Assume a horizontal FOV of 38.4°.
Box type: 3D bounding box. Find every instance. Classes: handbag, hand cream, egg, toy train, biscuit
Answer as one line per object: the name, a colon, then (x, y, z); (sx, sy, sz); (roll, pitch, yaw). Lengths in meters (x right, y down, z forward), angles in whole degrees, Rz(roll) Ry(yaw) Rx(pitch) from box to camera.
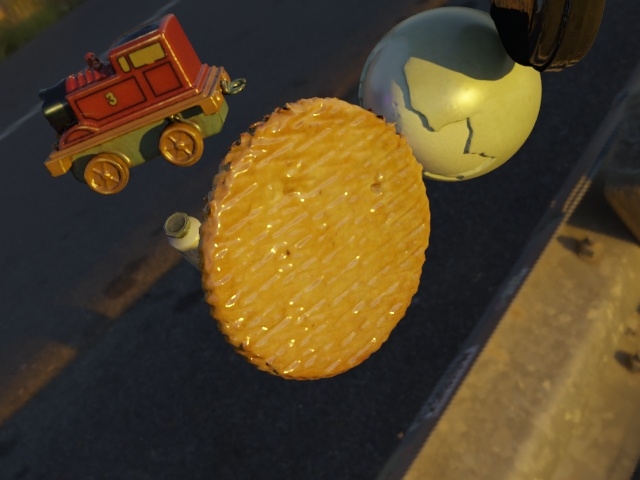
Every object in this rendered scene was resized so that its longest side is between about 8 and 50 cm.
handbag: (0.300, -0.376, 1.254); (0.093, 0.254, 0.308); (-3, 44, -4)
hand cream: (-0.184, 0.036, 1.563); (0.095, 0.276, 0.059); (23, 73, 30)
egg: (0.197, -0.229, 1.455); (0.278, 0.278, 0.336); (-9, 5, 34)
toy train: (-0.309, -0.233, 1.561); (0.369, 0.231, 0.163); (-20, 25, 12)
biscuit: (0.000, 0.000, 0.798); (0.035, 0.254, 0.254); (10, 47, 49)
